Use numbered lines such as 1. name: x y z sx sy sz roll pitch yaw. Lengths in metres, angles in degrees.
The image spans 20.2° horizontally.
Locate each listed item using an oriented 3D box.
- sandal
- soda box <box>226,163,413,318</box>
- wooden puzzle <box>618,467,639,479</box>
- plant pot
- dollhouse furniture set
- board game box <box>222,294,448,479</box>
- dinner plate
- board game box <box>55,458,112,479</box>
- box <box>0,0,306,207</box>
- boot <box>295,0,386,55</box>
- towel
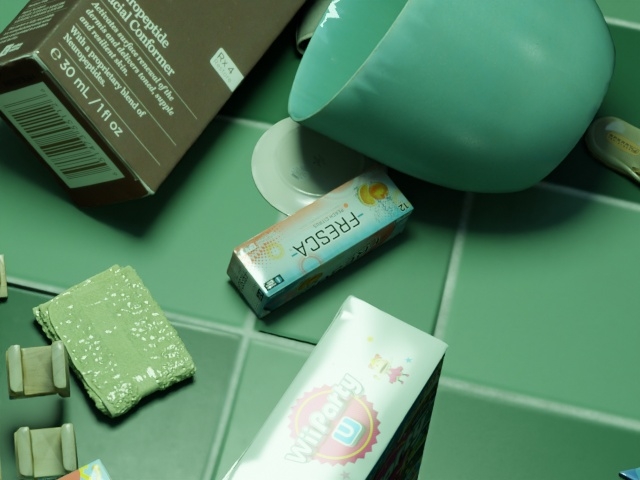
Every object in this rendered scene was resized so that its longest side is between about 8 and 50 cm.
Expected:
1. sandal: 0.357 -0.083 1.853 0.180 0.049 0.072 30 59 16
2. soda box: 0.000 0.000 1.763 0.183 0.058 0.063 -31 74 -21
3. wooden puzzle: 0.283 0.259 1.637 0.079 0.014 0.116 -4 56 -7
4. plant pot: 0.146 -0.184 1.773 0.235 0.293 0.293 31 55 -15
5. dollhouse furniture set: -0.338 0.120 1.646 0.212 0.161 0.242 -6 78 -7
6. board game box: -0.004 0.220 1.469 0.098 0.303 0.224 27 59 14
7. dinner plate: -0.001 -0.080 1.849 0.141 0.017 0.141 1 56 -1
8. board game box: -0.269 0.325 1.478 0.275 0.144 0.142 -26 62 -18
9. box: -0.160 -0.231 1.819 0.143 0.191 0.381 -8 39 47
10. boot: 0.064 -0.293 1.963 0.190 0.076 0.208 -9 49 8
11. towel: -0.195 0.094 1.711 0.110 0.027 0.148 -28 61 -22
